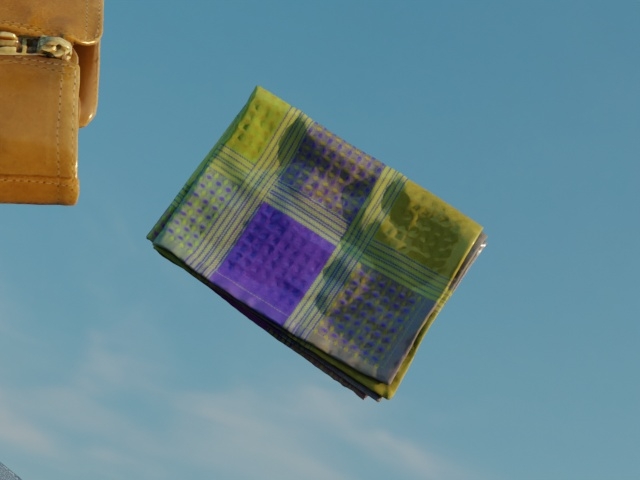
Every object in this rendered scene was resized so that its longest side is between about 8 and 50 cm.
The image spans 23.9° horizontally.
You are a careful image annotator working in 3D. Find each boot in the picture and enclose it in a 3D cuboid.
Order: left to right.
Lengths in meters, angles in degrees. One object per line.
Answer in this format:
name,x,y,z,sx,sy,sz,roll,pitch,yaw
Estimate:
boot,-0.219,-0.132,0.787,0.211,0.295,0.104,-1,-34,-14

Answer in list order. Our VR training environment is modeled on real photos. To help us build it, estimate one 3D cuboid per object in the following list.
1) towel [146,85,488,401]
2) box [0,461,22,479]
towel,0.000,0.000,0.427,0.083,0.060,0.009,34,-10,7
box,-0.139,0.123,0.664,0.116,0.029,0.162,38,-11,29
